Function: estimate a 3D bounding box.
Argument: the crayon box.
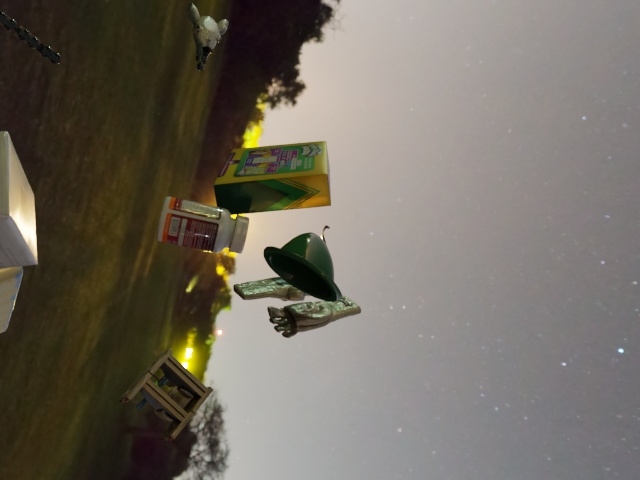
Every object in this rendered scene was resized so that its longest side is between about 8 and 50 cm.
[{"bbox_3d":[-0.128,-0.193,1.646,0.363,0.313,0.106,-89,175,-65],"label":"crayon box"}]

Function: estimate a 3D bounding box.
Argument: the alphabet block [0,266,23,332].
[{"bbox_3d":[-0.696,0.089,0.986,0.192,0.193,0.197,-58,168,29],"label":"alphabet block"}]

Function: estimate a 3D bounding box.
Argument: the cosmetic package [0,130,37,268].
[{"bbox_3d":[-0.560,-0.044,0.811,0.224,0.224,0.138,130,-48,-64],"label":"cosmetic package"}]

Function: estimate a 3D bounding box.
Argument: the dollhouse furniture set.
[{"bbox_3d":[-0.344,0.332,1.166,0.183,0.129,0.129,-29,-163,53],"label":"dollhouse furniture set"}]

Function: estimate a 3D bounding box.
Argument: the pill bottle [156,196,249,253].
[{"bbox_3d":[-0.305,-0.035,1.436,0.121,0.221,0.121,-167,-90,-77],"label":"pill bottle"}]

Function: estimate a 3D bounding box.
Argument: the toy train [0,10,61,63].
[{"bbox_3d":[-0.609,-0.422,1.138,0.036,0.158,0.027,36,-91,37],"label":"toy train"}]

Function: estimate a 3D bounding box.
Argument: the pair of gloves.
[{"bbox_3d":[-0.057,0.136,1.213,0.240,0.204,0.042,27,-62,47],"label":"pair of gloves"}]

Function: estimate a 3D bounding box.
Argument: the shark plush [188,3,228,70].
[{"bbox_3d":[-0.198,-0.342,0.967,0.067,0.073,0.161,-52,-136,37],"label":"shark plush"}]

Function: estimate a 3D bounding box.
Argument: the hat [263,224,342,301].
[{"bbox_3d":[0.000,0.000,1.108,0.208,0.173,0.184,10,-122,46],"label":"hat"}]
